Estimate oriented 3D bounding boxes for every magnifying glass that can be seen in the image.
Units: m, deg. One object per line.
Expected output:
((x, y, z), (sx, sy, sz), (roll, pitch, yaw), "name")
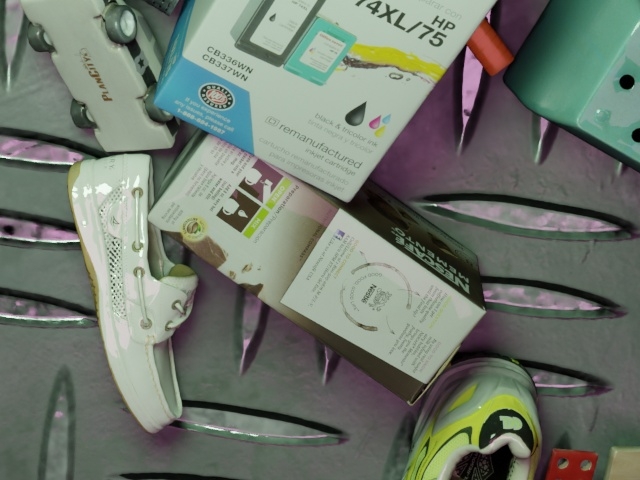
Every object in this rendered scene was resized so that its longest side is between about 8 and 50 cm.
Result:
((0.100, -0.250, 1.593), (0.092, 0.026, 0.231), (-37, 104, 11), "magnifying glass")

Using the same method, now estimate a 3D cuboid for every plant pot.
((0.281, -0.147, 1.512), (0.165, 0.234, 0.165), (29, 105, -7), "plant pot")

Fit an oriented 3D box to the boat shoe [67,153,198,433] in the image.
((-0.163, 0.051, 1.651), (0.096, 0.098, 0.277), (-12, 105, 6), "boat shoe")

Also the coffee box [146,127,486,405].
((0.000, 0.000, 1.596), (0.297, 0.168, 0.119), (35, 105, -8), "coffee box")

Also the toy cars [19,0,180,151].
((-0.278, -0.228, 1.572), (0.394, 0.087, 0.176), (32, 140, -10), "toy cars")

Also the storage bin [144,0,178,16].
((-0.121, -0.302, 1.530), (0.084, 0.122, 0.180), (31, 105, -8), "storage bin")

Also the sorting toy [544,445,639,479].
((0.324, 0.260, 1.719), (0.275, 0.046, 0.132), (3, 109, -16), "sorting toy")

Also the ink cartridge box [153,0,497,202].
((0.015, -0.218, 1.463), (0.198, 0.197, 0.270), (26, 127, -13), "ink cartridge box")

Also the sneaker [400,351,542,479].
((0.113, 0.301, 1.697), (0.145, 0.147, 0.384), (13, 108, -5), "sneaker")
